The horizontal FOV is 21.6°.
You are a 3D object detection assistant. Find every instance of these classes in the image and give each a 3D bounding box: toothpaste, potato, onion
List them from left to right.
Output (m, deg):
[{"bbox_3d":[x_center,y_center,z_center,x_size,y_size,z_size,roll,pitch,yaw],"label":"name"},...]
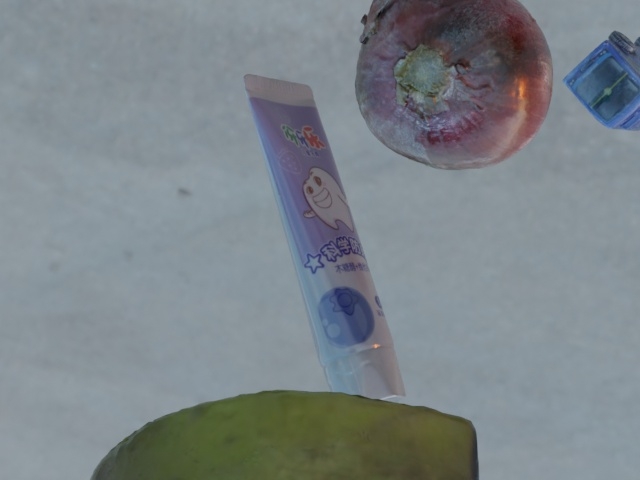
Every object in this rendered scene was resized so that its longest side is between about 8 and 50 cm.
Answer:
[{"bbox_3d":[-0.054,0.286,1.021,0.212,0.280,0.330,15,134,-16],"label":"potato"},{"bbox_3d":[0.000,0.000,1.775,0.080,0.371,0.125,-27,162,32],"label":"toothpaste"},{"bbox_3d":[0.120,-0.130,1.338,0.159,0.159,0.195,3,-176,30],"label":"onion"}]

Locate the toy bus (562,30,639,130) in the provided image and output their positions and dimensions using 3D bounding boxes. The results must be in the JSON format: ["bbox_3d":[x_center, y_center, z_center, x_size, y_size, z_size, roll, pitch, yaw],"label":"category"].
[{"bbox_3d":[0.349,-0.171,1.855,0.094,0.079,0.236,46,-159,17],"label":"toy bus"}]
